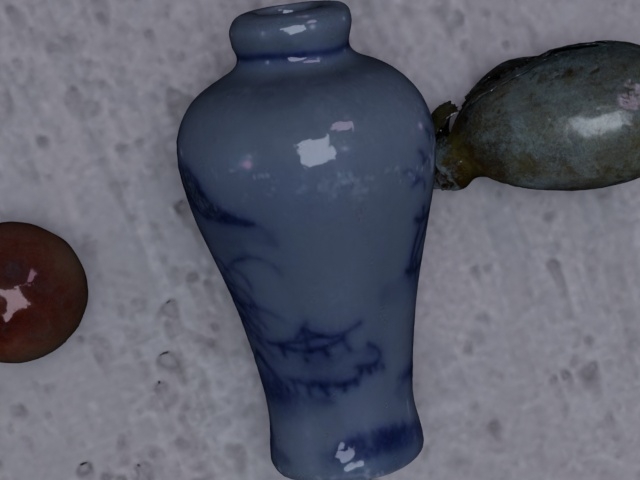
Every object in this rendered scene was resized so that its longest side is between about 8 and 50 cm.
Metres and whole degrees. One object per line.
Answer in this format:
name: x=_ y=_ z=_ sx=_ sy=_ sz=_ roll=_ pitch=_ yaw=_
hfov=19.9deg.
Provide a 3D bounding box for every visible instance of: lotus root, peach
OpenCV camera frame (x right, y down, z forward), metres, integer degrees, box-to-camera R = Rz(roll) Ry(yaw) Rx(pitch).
lotus root: x=0.135 y=-0.068 z=1.037 sx=0.165 sy=0.088 sz=0.088 roll=-9 pitch=95 yaw=6
peach: x=-0.171 y=0.029 z=1.020 sx=0.083 sy=0.083 sz=0.083 roll=0 pitch=95 yaw=-5

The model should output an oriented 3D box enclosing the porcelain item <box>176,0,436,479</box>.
porcelain item: x=0.000 y=0.000 z=1.006 sx=0.141 sy=0.141 sz=0.259 roll=-10 pitch=103 yaw=-4
